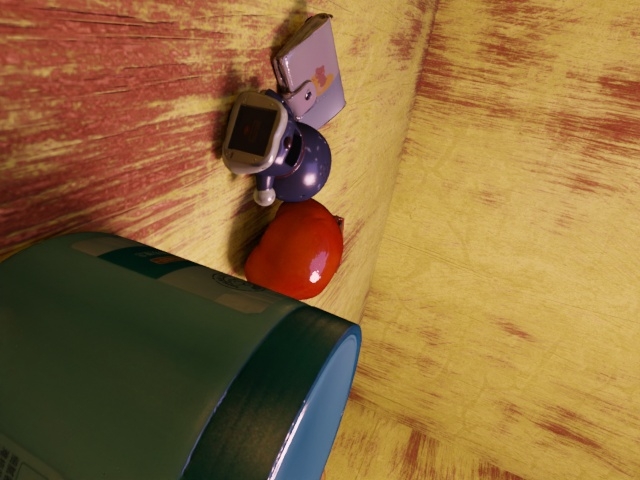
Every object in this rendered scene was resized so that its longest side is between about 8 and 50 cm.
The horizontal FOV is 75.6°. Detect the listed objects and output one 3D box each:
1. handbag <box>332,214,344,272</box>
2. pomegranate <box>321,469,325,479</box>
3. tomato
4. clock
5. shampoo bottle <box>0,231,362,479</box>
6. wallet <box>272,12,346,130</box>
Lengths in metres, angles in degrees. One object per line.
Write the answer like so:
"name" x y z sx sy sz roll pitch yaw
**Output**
"handbag" 0.000 0.000 1.182 0.190 0.127 0.063 92 21 -44
"pomegranate" -0.162 0.453 0.705 0.416 0.416 0.417 18 90 -73
"tomato" -0.048 0.024 0.905 0.260 0.179 0.260 -60 -174 11
"clock" -0.073 -0.158 0.769 0.243 0.146 0.200 18 85 -66
"shampoo bottle" -0.171 0.189 0.456 0.331 0.342 0.332 18 90 -73
"wallet" -0.024 -0.331 0.862 0.170 0.069 0.231 -47 153 -16
